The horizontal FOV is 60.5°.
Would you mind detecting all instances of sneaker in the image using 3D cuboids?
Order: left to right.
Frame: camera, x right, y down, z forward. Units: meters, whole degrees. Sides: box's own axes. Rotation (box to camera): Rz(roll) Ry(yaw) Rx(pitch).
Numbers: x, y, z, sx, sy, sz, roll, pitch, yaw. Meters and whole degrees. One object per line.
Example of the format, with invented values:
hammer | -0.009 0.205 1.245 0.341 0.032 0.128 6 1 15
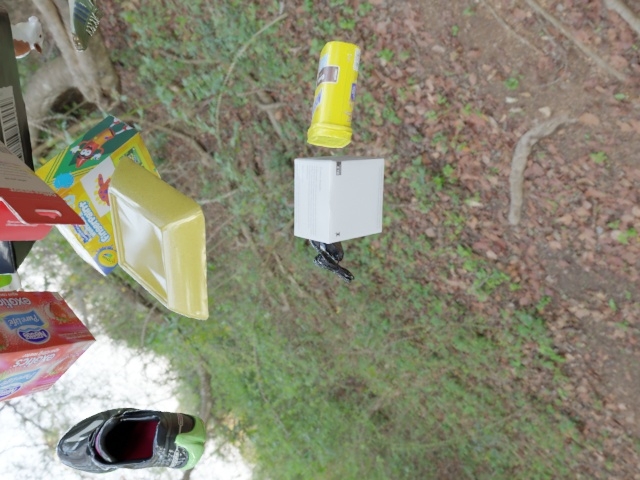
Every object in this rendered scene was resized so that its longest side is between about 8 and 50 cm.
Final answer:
sneaker | -0.660 -0.634 1.557 0.064 0.086 0.191 120 142 -81
sneaker | -0.531 0.515 1.452 0.202 0.483 0.185 42 -139 -50

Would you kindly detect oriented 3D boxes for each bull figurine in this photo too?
bull figurine | -0.867 -0.506 1.384 0.188 0.311 0.101 58 -169 -62

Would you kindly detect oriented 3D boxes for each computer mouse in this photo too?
computer mouse | 0.000 0.000 1.567 0.184 0.060 0.261 34 -150 -48

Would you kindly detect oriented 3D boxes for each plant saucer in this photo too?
plant saucer | -0.408 0.006 1.332 0.333 0.081 0.332 31 131 32

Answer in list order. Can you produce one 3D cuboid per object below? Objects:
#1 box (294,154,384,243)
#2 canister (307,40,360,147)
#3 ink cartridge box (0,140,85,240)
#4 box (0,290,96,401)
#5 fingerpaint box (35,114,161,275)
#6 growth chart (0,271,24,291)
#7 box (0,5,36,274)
box | 0.043 -0.100 1.252 0.119 0.182 0.180 14 108 44
canister | 0.025 -0.266 1.017 0.074 0.169 0.126 7 -179 -9
ink cartridge box | -0.469 -0.070 0.783 0.231 0.078 0.134 41 -171 10
box | -0.573 0.190 0.971 0.142 0.154 0.300 46 -175 12
fingerpaint box | -0.749 -0.148 1.926 0.163 0.371 0.444 32 155 22
growth chart | -0.799 0.113 1.278 0.021 0.237 0.171 5 122 21
box | -0.815 -0.182 0.994 0.297 0.473 0.479 -129 37 -66
